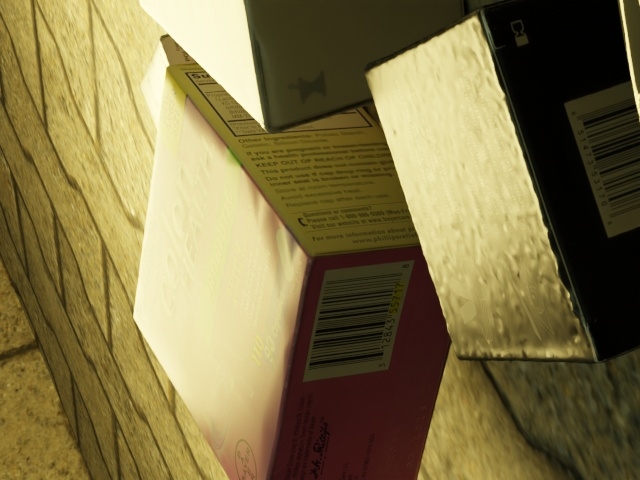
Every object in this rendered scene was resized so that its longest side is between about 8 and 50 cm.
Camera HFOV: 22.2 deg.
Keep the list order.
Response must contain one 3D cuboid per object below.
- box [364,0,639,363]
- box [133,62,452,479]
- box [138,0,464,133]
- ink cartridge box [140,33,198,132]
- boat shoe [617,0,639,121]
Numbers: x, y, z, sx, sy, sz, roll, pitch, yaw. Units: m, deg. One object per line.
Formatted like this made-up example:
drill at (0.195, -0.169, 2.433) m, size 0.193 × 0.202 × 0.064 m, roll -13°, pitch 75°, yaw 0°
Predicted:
box at (0.106, -0.031, 0.753) m, size 0.158 × 0.093 × 0.156 m, roll 169°, pitch 82°, yaw -72°
box at (-0.022, 0.027, 1.093) m, size 0.243 × 0.117 × 0.214 m, roll 53°, pitch 141°, yaw 47°
box at (-0.026, -0.184, 0.950) m, size 0.232 × 0.126 × 0.149 m, roll -134°, pitch 30°, yaw -54°
ink cartridge box at (-0.104, -0.116, 1.389) m, size 0.135 × 0.056 × 0.099 m, roll 141°, pitch 110°, yaw -73°
boat shoe at (0.166, -0.022, 0.558) m, size 0.091 × 0.109 × 0.305 m, roll -177°, pitch 75°, yaw -73°
